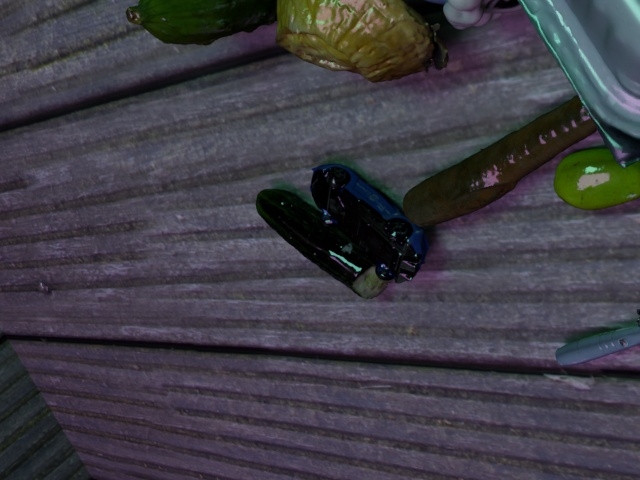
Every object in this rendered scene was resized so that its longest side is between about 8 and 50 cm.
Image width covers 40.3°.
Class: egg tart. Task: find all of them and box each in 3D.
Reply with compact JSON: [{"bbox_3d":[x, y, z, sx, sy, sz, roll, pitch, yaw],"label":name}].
[{"bbox_3d":[0.026,-0.239,0.990,0.252,0.098,0.232,29,177,40],"label":"egg tart"}]

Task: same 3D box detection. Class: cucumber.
[{"bbox_3d":[-0.143,-0.299,1.065,0.134,0.244,0.134,19,126,29],"label":"cucumber"},{"bbox_3d":[0.000,-0.001,1.300,0.241,0.074,0.074,35,138,18],"label":"cucumber"}]

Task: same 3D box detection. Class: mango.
[{"bbox_3d":[0.317,-0.068,0.980,0.108,0.056,0.073,0,125,27],"label":"mango"}]

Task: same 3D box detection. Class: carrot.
[{"bbox_3d":[0.222,-0.092,1.037,0.070,0.070,0.342,53,138,-6],"label":"carrot"}]

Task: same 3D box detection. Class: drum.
[{"bbox_3d":[0.382,0.097,1.053,0.253,0.049,0.130,-9,115,45],"label":"drum"}]

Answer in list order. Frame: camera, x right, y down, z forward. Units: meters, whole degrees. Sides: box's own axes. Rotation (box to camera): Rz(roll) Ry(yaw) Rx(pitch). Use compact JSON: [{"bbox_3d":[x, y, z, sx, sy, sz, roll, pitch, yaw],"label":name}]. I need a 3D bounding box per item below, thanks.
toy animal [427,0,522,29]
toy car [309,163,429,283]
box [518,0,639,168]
[{"bbox_3d":[0.140,-0.313,0.866,0.204,0.156,0.208,40,143,16],"label":"toy animal"},{"bbox_3d":[0.067,-0.032,1.220,0.216,0.063,0.103,45,149,26],"label":"toy car"},{"bbox_3d":[0.268,-0.265,0.683,0.264,0.106,0.336,-32,80,16],"label":"box"}]
